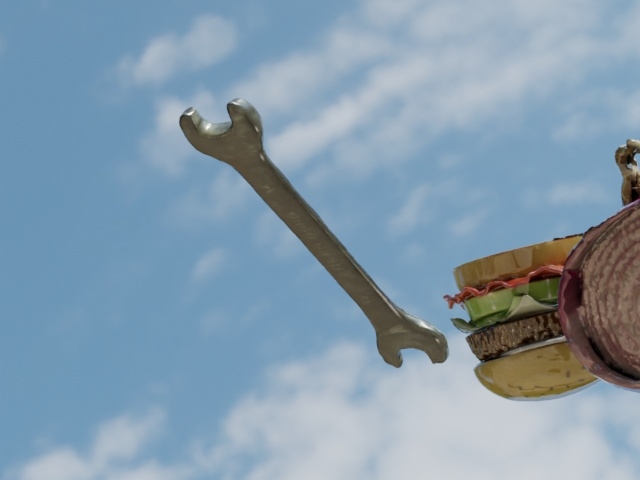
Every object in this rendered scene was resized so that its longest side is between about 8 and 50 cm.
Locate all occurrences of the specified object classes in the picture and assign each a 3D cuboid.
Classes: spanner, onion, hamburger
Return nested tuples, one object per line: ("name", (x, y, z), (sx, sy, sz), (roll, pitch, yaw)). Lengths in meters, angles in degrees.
("spanner", (0.000, 0.000, 1.287), (0.054, 0.015, 0.254), (-25, -60, 31))
("onion", (0.299, 0.028, 1.545), (0.200, 0.200, 0.207), (9, -62, -28))
("hamburger", (0.199, 0.073, 1.746), (0.175, 0.137, 0.175), (-12, -9, -2))
